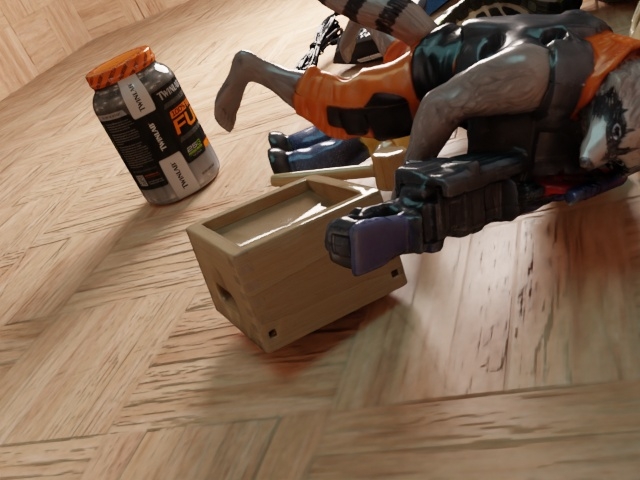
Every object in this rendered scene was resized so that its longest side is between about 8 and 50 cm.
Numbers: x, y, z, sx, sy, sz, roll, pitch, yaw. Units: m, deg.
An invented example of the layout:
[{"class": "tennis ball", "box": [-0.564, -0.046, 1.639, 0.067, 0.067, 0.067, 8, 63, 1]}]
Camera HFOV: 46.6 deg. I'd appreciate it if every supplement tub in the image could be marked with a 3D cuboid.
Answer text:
[{"class": "supplement tub", "box": [-0.224, -0.153, 0.991, 0.117, 0.190, 0.117, -20, 27, 11]}]

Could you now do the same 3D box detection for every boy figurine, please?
[{"class": "boy figurine", "box": [0.084, -0.129, 0.792, 0.285, 0.092, 0.177, -22, 26, 6]}]

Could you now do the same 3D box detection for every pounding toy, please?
[{"class": "pounding toy", "box": [0.001, -0.004, 0.642, 0.206, 0.094, 0.181, -24, 20, -20]}]

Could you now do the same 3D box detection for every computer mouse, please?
[{"class": "computer mouse", "box": [0.083, -0.345, 1.216, 0.262, 0.060, 0.184, -15, 40, 40]}]

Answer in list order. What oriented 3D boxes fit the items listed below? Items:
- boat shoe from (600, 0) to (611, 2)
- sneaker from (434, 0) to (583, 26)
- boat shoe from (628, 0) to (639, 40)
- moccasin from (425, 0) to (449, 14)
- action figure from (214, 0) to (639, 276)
[{"class": "boat shoe", "box": [0.418, -0.339, 0.844, 0.130, 0.132, 0.355, -22, 27, 3]}, {"class": "sneaker", "box": [0.220, -0.278, 0.958, 0.300, 0.111, 0.121, -35, 17, -31]}, {"class": "boat shoe", "box": [0.311, -0.163, 0.646, 0.109, 0.098, 0.302, -8, 31, 32]}, {"class": "moccasin", "box": [0.233, -0.506, 1.307, 0.342, 0.137, 0.117, -30, 28, -12]}, {"class": "action figure", "box": [0.082, -0.105, 0.520, 0.330, 0.178, 0.341, 18, 25, 30]}]
